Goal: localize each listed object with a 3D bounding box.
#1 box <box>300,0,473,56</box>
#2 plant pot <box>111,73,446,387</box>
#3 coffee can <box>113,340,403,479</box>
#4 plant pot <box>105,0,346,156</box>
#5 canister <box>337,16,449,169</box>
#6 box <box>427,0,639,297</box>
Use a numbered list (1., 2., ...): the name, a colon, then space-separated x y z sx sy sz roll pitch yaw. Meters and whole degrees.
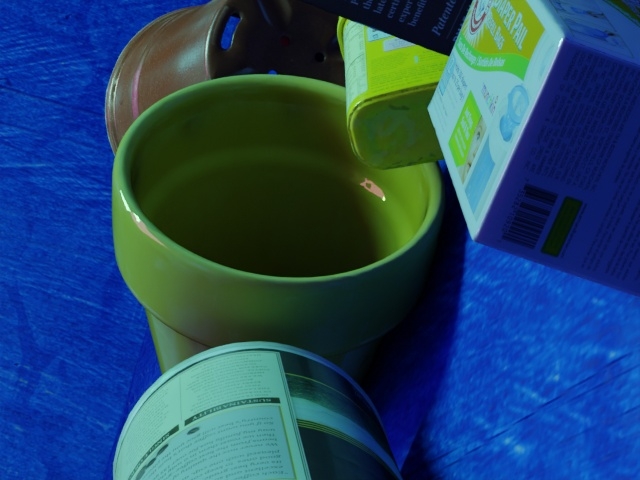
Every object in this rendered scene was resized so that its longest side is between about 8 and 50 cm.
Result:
1. box: 0.090 -0.240 1.055 0.168 0.203 0.167 -87 18 -57
2. plant pot: -0.039 0.034 1.218 0.254 0.254 0.239 -84 0 -48
3. coffee can: -0.034 0.198 0.950 0.275 0.201 0.202 -114 43 -74
4. plant pot: -0.070 -0.160 1.659 0.265 0.272 0.272 -19 53 66
5. canister: 0.077 -0.131 1.163 0.170 0.126 0.073 -90 -13 -55
6. box: 0.134 -0.072 0.812 0.203 0.103 0.114 -97 27 -67
